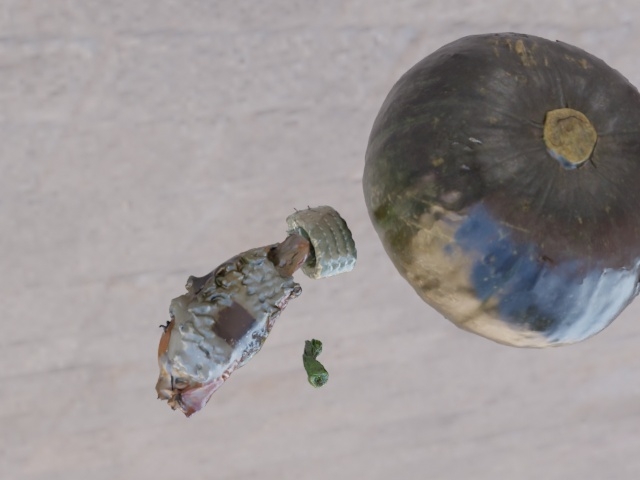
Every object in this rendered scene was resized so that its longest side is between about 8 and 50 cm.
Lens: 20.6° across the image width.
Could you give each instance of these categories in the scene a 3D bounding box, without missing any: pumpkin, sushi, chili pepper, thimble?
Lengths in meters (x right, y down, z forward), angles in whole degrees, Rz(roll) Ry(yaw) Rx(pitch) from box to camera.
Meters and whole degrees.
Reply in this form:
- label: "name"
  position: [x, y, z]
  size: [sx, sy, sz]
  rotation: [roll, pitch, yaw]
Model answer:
- label: "pumpkin"
  position: [0.271, -0.068, 2.439]
  size: [0.454, 0.454, 0.344]
  rotation: [-3, 158, -27]
- label: "sushi"
  position: [-0.097, 0.072, 1.803]
  size: [0.226, 0.097, 0.103]
  rotation: [-50, 168, -14]
- label: "chili pepper"
  position: [-0.009, 0.147, 2.134]
  size: [0.034, 0.091, 0.030]
  rotation: [15, 116, -14]
- label: "thimble"
  position: [0.000, 0.000, 2.392]
  size: [0.062, 0.110, 0.084]
  rotation: [-14, 148, -26]
